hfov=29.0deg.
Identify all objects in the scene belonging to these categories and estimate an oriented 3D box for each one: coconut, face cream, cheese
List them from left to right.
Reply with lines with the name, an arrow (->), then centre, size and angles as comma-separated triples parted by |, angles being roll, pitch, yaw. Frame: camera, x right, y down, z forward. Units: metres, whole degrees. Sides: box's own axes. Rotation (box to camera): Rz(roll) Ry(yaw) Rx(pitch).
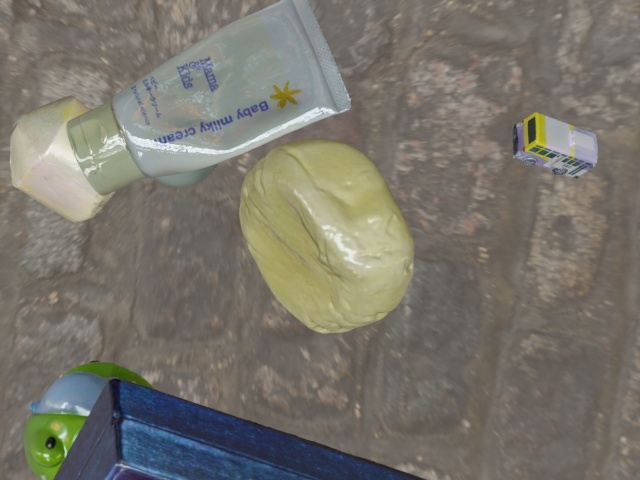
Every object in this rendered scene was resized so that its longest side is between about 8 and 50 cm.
coconut -> -0.339, -0.113, 1.638 | 0.152, 0.147, 0.147 | 37, 90, -18
face cream -> -0.096, -0.116, 1.025 | 0.224, 0.070, 0.114 | -24, 76, 6
cheese -> 0.000, 0.000, 1.403 | 0.117, 0.214, 0.226 | -25, 78, -32

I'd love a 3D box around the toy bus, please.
toy bus -> 0.291, -0.117, 1.518 | 0.102, 0.058, 0.052 | 15, 63, -25

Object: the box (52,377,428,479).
box -> -0.082, 0.268, 0.915 | 0.279, 0.116, 0.261 | 22, 113, -21

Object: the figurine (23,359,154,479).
figurine -> -0.251, 0.208, 1.415 | 0.162, 0.263, 0.143 | 21, 99, -7

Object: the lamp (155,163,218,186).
lamp -> -0.171, -0.116, 1.510 | 0.105, 0.105, 0.105 | 0, 95, -6
